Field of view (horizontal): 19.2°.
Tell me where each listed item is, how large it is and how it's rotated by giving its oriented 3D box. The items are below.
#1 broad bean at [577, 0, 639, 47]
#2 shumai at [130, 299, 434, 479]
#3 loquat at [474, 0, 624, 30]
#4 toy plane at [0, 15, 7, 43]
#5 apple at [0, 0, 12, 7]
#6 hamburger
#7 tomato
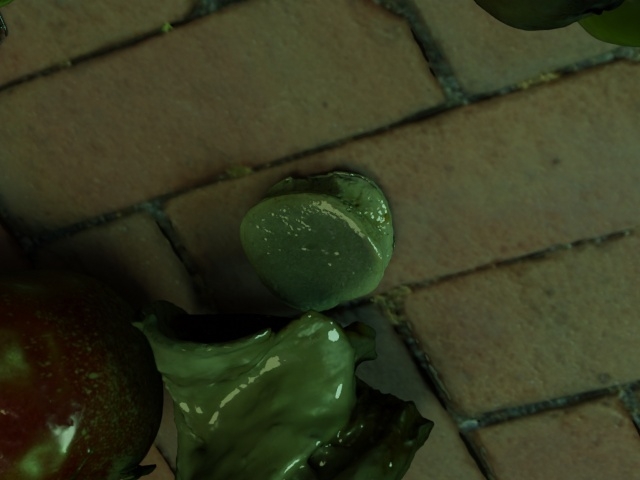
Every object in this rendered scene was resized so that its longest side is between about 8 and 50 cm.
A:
[{"bbox_3d":[0.280,-0.212,1.494,0.174,0.082,0.124,-17,116,39],"label":"broad bean"},{"bbox_3d":[-0.076,0.179,1.793,0.288,0.292,0.330,39,161,-1],"label":"shumai"},{"bbox_3d":[0.170,-0.270,1.412,0.179,0.179,0.227,9,97,13],"label":"loquat"},{"bbox_3d":[-0.323,-0.208,1.726,0.049,0.031,0.120,1,128,28],"label":"toy plane"},{"bbox_3d":[-0.270,-0.336,1.429,0.374,0.374,0.384,-9,149,24],"label":"apple"},{"bbox_3d":[0.000,0.000,1.745,0.140,0.062,0.133,-16,115,29],"label":"hamburger"},{"bbox_3d":[-0.311,0.146,1.818,0.303,0.303,0.239,-15,90,27],"label":"tomato"}]
